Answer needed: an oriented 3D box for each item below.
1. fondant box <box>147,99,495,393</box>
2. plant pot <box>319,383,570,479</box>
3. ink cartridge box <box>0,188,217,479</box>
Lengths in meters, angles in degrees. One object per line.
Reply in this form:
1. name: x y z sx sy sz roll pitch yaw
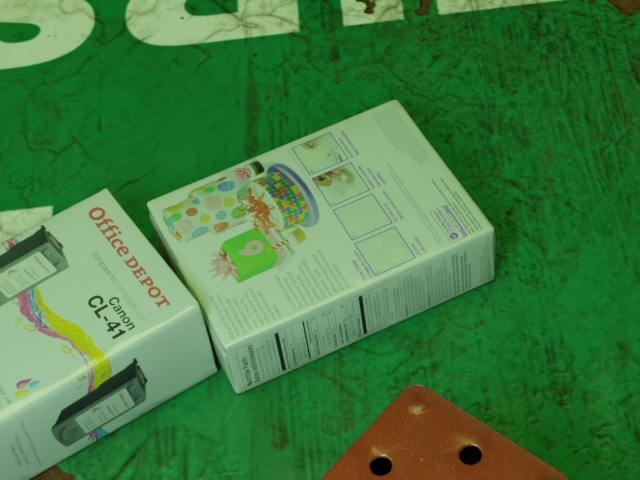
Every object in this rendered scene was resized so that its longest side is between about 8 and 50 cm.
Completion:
1. fondant box: 0.000 0.000 1.710 0.330 0.096 0.238 -23 52 -12
2. plant pot: 0.107 0.292 1.365 0.267 0.235 0.267 31 60 28
3. ink cartridge box: -0.303 0.112 1.634 0.306 0.131 0.226 -31 54 -16
